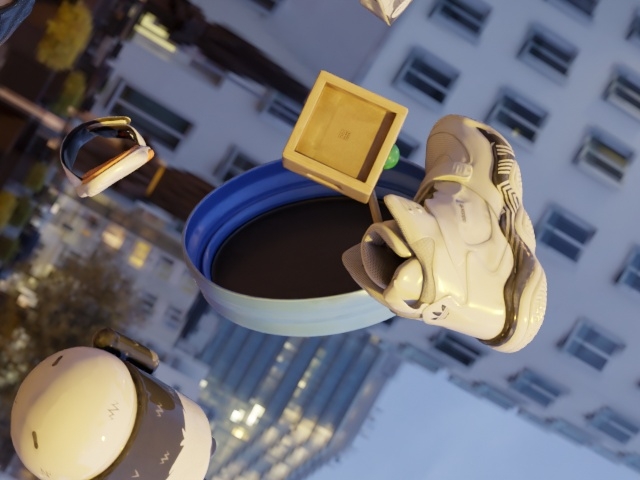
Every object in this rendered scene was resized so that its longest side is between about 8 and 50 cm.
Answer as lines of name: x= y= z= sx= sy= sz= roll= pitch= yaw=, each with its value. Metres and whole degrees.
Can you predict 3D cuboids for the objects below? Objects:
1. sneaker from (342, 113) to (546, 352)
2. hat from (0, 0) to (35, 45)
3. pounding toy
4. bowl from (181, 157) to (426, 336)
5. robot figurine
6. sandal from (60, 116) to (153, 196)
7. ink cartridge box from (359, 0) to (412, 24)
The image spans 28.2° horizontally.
sneaker: x=0.139 y=-0.035 z=1.569 sx=0.137 sy=0.210 sz=0.365 roll=-54 pitch=-146 yaw=40
hat: x=-0.437 y=-0.216 z=1.322 sx=0.331 sy=0.134 sz=0.331 roll=-37 pitch=-170 yaw=7
pounding toy: x=0.037 y=-0.101 z=1.481 sx=0.100 sy=0.141 sz=0.130 roll=100 pitch=14 yaw=-83
bowl: x=0.000 y=0.000 z=1.816 sx=0.391 sy=0.391 sz=0.077 roll=-76 pitch=161 yaw=-55
robot figurine: x=-0.245 y=0.237 z=1.531 sx=0.173 sy=0.278 sz=0.209 roll=-44 pitch=-133 yaw=6
sandal: x=-0.245 y=-0.104 z=1.443 sx=0.102 sy=0.076 sz=0.265 roll=-32 pitch=-172 yaw=-9
ink cartridge box: x=0.087 y=-0.420 z=1.587 sx=0.165 sy=0.065 sz=0.332 roll=-47 pitch=154 yaw=-4
